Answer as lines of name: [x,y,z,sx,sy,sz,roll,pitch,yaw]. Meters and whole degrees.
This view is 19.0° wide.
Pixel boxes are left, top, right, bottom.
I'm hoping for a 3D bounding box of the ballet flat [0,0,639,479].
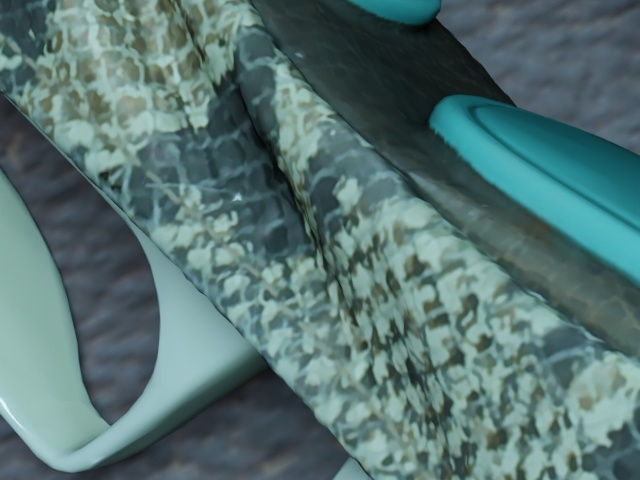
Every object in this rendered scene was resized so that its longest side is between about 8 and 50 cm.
ballet flat: [0.000,0.000,0.453,0.483,0.164,0.182,42,108,23]
